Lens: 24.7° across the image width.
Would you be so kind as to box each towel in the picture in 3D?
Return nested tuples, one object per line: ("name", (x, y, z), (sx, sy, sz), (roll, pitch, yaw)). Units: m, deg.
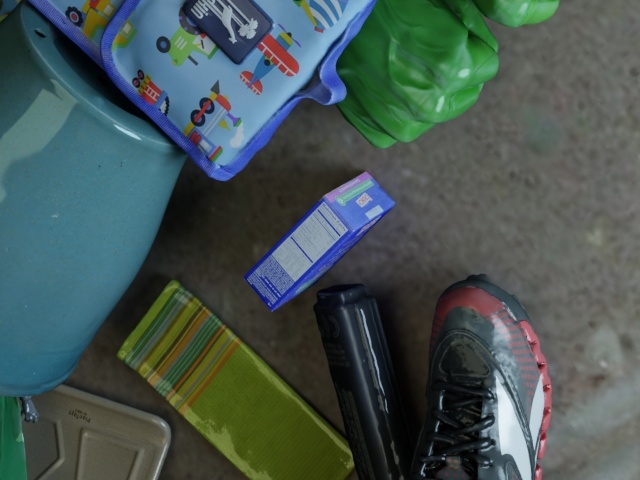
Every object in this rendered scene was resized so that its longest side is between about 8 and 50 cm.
("towel", (-0.075, 0.146, 1.305), (0.237, 0.021, 0.102), (42, 118, 12))

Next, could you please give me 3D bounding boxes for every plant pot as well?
("plant pot", (-0.244, -0.056, 1.217), (0.272, 0.271, 0.255), (46, 111, 10))

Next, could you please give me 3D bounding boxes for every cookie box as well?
("cookie box", (0.000, 0.000, 1.191), (0.040, 0.092, 0.107), (48, 118, 6))

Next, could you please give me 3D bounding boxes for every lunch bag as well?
("lunch bag", (-0.083, -0.206, 1.117), (0.293, 0.138, 0.221), (48, 116, 12))

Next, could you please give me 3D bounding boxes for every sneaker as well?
("sneaker", (0.121, 0.169, 1.145), (0.097, 0.135, 0.276), (2, 102, 29))

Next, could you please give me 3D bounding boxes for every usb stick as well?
("usb stick", (0.051, 0.173, 1.224), (0.077, 0.045, 0.278), (-2, 105, 68))

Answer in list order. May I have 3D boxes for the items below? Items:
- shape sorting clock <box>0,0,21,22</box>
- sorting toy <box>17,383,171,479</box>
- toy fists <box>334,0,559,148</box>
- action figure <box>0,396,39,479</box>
("shape sorting clock", (-0.231, -0.236, 1.282), (0.206, 0.040, 0.206), (7, 105, 26))
("sorting toy", (-0.248, 0.244, 1.380), (0.193, 0.038, 0.208), (14, 83, 24))
("toy fists", (0.103, -0.188, 1.093), (0.279, 0.096, 0.142), (-48, 66, 29))
("action figure", (-0.315, 0.156, 1.371), (0.137, 0.063, 0.232), (-5, 75, 22))
